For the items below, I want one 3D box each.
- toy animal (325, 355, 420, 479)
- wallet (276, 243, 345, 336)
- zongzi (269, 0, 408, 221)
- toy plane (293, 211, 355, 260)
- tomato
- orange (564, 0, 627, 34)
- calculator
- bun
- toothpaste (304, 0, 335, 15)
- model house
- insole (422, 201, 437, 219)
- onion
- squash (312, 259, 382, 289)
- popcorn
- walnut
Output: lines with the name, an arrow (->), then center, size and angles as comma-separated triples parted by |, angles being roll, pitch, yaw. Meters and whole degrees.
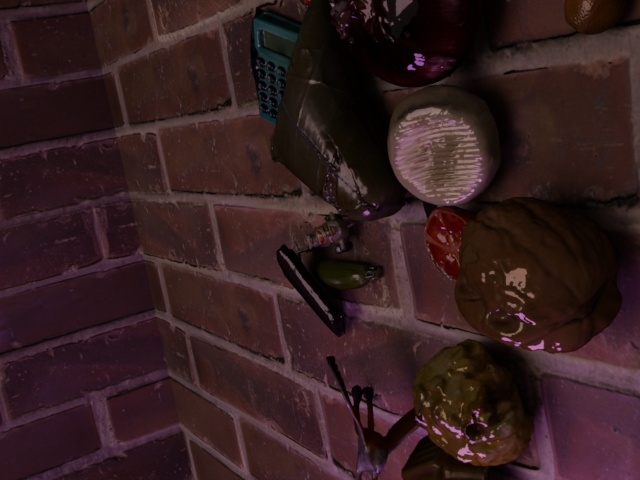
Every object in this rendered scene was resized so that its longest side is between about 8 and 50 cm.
toy animal -> 0.094, 0.419, 1.760 | 0.284, 0.225, 0.302 | 106, 172, -63
wallet -> -0.020, 0.125, 1.963 | 0.229, 0.049, 0.182 | 51, 170, 20
zongzi -> 0.056, -0.256, 1.603 | 0.356, 0.174, 0.393 | 42, 132, 38
toy plane -> 0.000, 0.000, 1.901 | 0.286, 0.108, 0.092 | 145, 106, -74
tomato -> 0.255, 0.001, 1.456 | 0.155, 0.069, 0.156 | 38, 141, 39
orange -> 0.366, -0.316, 1.093 | 0.085, 0.085, 0.085 | 36, 134, 49
calculator -> -0.088, -0.379, 1.904 | 0.248, 0.058, 0.274 | 37, 135, 50
bun -> 0.217, -0.170, 1.395 | 0.222, 0.127, 0.222 | 17, 129, 22
toothpaste -> -0.011, -0.413, 1.742 | 0.071, 0.045, 0.194 | 18, 116, 20
model house -> 0.266, 0.481, 1.615 | 0.268, 0.173, 0.239 | -36, 35, 47
insole -> 0.216, -0.049, 1.577 | 0.045, 0.002, 0.135 | -9, 96, 63
onion -> 0.122, -0.401, 1.326 | 0.314, 0.232, 0.314 | 39, 137, 50
squash -> 0.050, 0.079, 1.873 | 0.252, 0.066, 0.066 | 1, 105, 62
popcorn -> 0.265, 0.302, 1.464 | 0.233, 0.192, 0.266 | 66, 168, 4
walnut -> 0.315, 0.050, 1.225 | 0.257, 0.257, 0.224 | 26, 158, 54
